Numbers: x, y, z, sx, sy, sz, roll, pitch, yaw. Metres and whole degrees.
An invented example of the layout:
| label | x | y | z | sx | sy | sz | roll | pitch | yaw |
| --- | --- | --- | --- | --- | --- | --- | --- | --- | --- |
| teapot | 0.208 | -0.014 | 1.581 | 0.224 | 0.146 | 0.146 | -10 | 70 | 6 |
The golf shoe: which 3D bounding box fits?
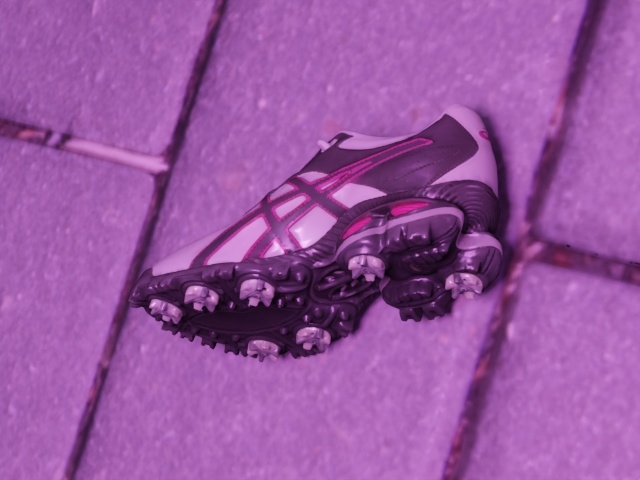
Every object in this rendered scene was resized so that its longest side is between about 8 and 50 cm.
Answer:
| label | x | y | z | sx | sy | sz | roll | pitch | yaw |
| --- | --- | --- | --- | --- | --- | --- | --- | --- | --- |
| golf shoe | 0.000 | 0.000 | 1.276 | 0.273 | 0.105 | 0.120 | -15 | 51 | 31 |
